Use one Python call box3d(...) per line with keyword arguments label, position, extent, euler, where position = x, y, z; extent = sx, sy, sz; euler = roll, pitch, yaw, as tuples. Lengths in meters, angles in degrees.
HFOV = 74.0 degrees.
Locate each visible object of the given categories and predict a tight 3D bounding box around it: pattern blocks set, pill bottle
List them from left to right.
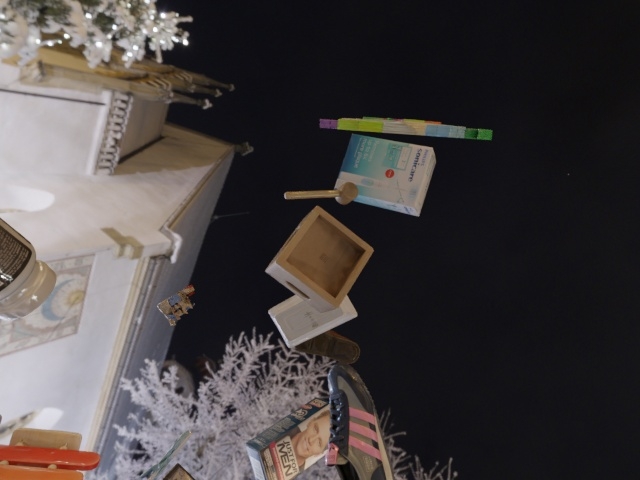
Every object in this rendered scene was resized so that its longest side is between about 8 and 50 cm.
box3d(label="pill bottle", position=(-0.643, 0.023, 0.779), extent=(0.162, 0.162, 0.278), euler=(12, -35, 28))
box3d(label="pattern blocks set", position=(0.146, -0.214, 0.797), extent=(0.325, 0.286, 0.026), euler=(16, -71, 37))

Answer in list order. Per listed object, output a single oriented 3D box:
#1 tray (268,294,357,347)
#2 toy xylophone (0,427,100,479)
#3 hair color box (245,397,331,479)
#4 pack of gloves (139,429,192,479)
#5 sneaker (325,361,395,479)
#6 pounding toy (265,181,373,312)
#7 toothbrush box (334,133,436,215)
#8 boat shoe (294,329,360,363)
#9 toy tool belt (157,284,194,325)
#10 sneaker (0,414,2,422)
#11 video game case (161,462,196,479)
box3d(label="tray", position=(-0.033, 0.227, 1.312), extent=(0.271, 0.030, 0.145), euler=(-31, -92, 23))
box3d(label="toy xylophone", position=(-0.445, 0.405, 0.642), extent=(0.323, 0.237, 0.081), euler=(-159, -99, -69))
box3d(label="hair color box", position=(-0.092, 0.757, 1.592), extent=(0.105, 0.348, 0.173), euler=(-7, -81, 50))
box3d(label="pack of gloves", position=(-0.495, 0.680, 1.307), extent=(0.046, 0.232, 0.195), euler=(36, -30, 7))
box3d(label="sneaker", position=(0.061, 0.436, 0.953), extent=(0.112, 0.131, 0.318), euler=(-47, -125, 45))
box3d(label="pounding toy", position=(-0.004, -0.010, 0.752), extent=(0.181, 0.206, 0.094), euler=(38, -23, -7))
box3d(label="toothbrush box", position=(0.229, -0.230, 1.490), extent=(0.296, 0.126, 0.216), euler=(17, -94, 22))
box3d(label="boat shoe", position=(-0.015, 0.352, 1.506), extent=(0.308, 0.104, 0.110), euler=(29, -99, -9))
box3d(label="toy tool belt", position=(-0.267, 0.126, 0.816), extent=(0.083, 0.052, 0.051), euler=(-31, -91, 13))
box3d(label="sneaker", position=(-0.723, 0.355, 0.789), extent=(0.083, 0.215, 0.084), euler=(19, -98, 18))
box3d(label="video game case", position=(-0.293, 0.657, 0.878), extent=(0.275, 0.248, 0.035), euler=(39, -53, 9))
